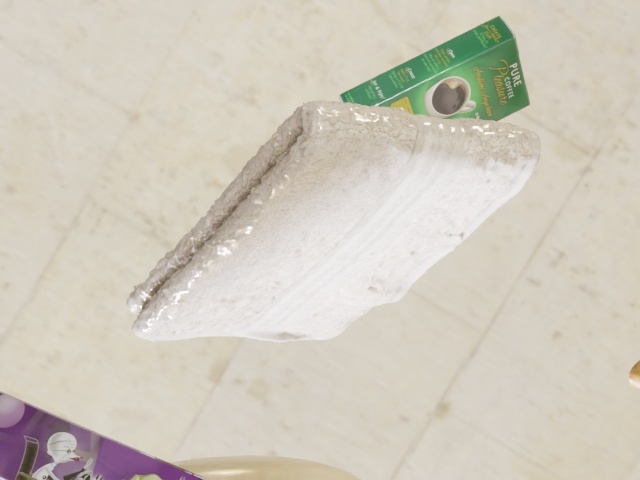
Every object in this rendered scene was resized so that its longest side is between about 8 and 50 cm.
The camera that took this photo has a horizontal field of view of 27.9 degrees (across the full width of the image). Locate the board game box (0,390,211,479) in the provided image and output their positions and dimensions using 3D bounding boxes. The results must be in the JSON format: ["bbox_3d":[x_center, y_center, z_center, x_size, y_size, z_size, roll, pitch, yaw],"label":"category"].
[{"bbox_3d":[-0.159,0.133,0.737,0.208,0.346,0.056,79,34,-62],"label":"board game box"}]

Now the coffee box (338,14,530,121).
[{"bbox_3d":[0.121,-0.145,1.323,0.184,0.040,0.113,-27,142,1],"label":"coffee box"}]

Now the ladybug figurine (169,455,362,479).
[{"bbox_3d":[-0.101,0.336,1.319,0.305,0.449,0.162,-30,-117,29],"label":"ladybug figurine"}]

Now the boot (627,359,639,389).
[{"bbox_3d":[0.327,0.126,0.886,0.264,0.096,0.280,-42,-142,-21],"label":"boot"}]

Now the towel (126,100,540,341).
[{"bbox_3d":[0.000,0.000,0.892,0.282,0.187,0.049,-45,-128,45],"label":"towel"}]
